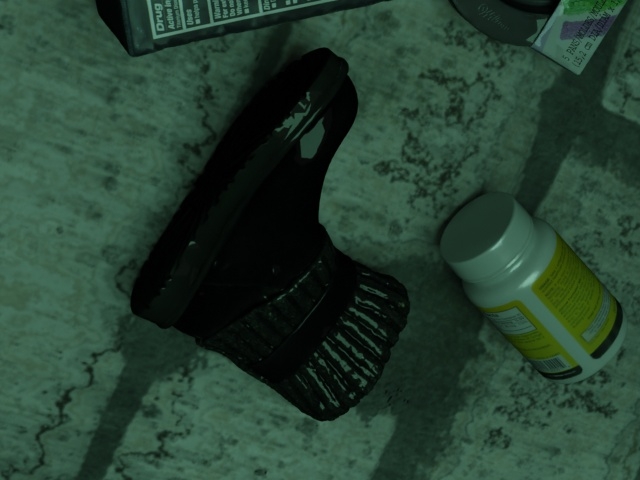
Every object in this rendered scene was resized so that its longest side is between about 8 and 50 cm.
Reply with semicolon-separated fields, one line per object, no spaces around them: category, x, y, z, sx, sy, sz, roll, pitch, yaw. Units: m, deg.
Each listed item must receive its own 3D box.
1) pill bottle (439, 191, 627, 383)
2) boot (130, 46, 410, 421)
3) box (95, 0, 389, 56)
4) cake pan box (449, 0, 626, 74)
pill bottle;0.229;0.050;1.750;0.119;0.119;0.208;-43;118;2
boot;-0.001;-0.001;1.640;0.260;0.131;0.348;29;111;-20
box;-0.072;-0.350;1.445;0.294;0.183;0.296;-14;113;-14
cake pan box;0.223;-0.328;1.623;0.246;0.070;0.267;29;100;-24
